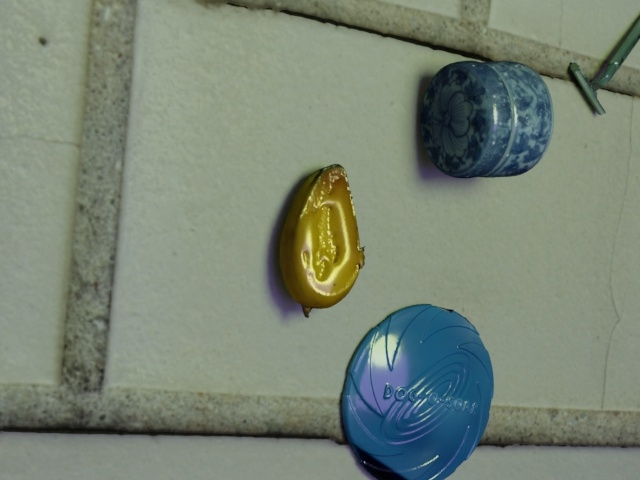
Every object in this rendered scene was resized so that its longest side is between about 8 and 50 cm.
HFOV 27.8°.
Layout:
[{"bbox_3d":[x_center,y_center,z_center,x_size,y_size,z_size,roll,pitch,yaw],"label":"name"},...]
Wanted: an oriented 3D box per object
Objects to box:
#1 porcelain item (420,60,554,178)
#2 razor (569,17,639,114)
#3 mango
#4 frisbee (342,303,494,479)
[{"bbox_3d":[0.203,-0.151,1.616,0.114,0.147,0.147,-2,95,-32],"label":"porcelain item"},{"bbox_3d":[0.432,-0.277,1.822,0.211,0.036,0.084,-49,119,-20],"label":"razor"},{"bbox_3d":[0.000,0.000,1.546,0.101,0.066,0.187,6,85,-25],"label":"mango"},{"bbox_3d":[0.136,0.202,1.663,0.242,0.045,0.242,-2,94,-32],"label":"frisbee"}]
